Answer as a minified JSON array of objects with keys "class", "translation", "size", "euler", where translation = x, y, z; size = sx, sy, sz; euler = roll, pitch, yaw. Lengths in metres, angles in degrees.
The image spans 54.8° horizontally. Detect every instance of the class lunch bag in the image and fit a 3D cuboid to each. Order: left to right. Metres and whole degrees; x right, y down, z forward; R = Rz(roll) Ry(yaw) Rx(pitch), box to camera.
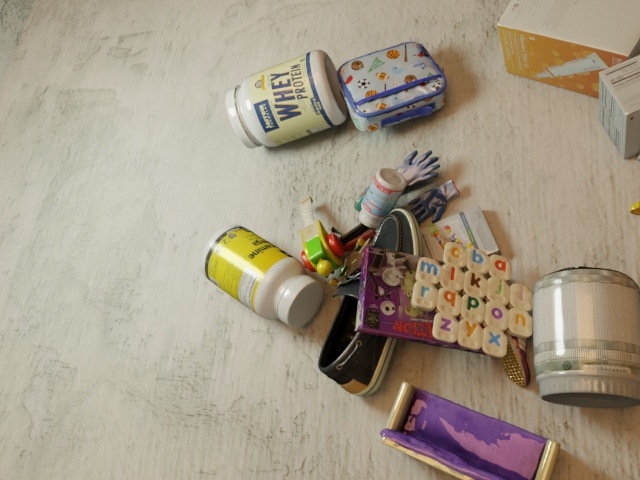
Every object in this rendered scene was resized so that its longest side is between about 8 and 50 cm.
[{"class":"lunch bag","translation":[0.217,-0.453,1.820],"size":[0.304,0.115,0.243],"euler":[-20,60,-3]}]

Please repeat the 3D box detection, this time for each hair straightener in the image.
[{"class":"hair straightener","translation":[0.047,0.008,1.765],"size":[0.231,0.047,0.089],"euler":[-33,55,12]}]

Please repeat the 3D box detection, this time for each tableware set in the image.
[{"class":"tableware set","translation":[0.073,0.054,1.617],"size":[0.024,0.104,0.154],"euler":[34,76,-2]}]

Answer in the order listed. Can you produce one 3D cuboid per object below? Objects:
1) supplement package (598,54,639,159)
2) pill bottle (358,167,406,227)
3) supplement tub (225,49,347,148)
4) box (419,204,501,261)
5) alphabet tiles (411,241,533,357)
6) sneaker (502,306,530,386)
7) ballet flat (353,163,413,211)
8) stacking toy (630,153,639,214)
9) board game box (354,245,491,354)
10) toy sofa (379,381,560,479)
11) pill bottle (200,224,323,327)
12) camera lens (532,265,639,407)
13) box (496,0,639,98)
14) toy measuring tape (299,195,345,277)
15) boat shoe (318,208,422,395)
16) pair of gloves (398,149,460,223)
[{"class":"supplement package","translation":[0.828,-0.347,1.480],"size":[0.262,0.204,0.145],"euler":[-22,59,13]},{"class":"pill bottle","translation":[0.164,-0.113,1.682],"size":[0.087,0.087,0.160],"euler":[56,138,32]},{"class":"supplement tub","translation":[-0.102,-0.427,1.909],"size":[0.325,0.235,0.235],"euler":[-16,62,16]},{"class":"box","translation":[0.358,0.006,1.625],"size":[0.186,0.038,0.145],"euler":[-23,60,14]},{"class":"alphabet tiles","translation":[0.356,0.133,1.439],"size":[0.284,0.021,0.277],"euler":[16,53,0]},{"class":"sneaker","translation":[0.465,0.246,1.449],"size":[0.084,0.069,0.185],"euler":[-13,79,-23]},{"class":"ballet flat","translation":[0.188,-0.152,1.765],"size":[0.213,0.072,0.068],"euler":[-31,31,8]},{"class":"stacking toy","translation":[0.862,-0.136,1.463],"size":[0.221,0.052,0.166],"euler":[5,71,24]},{"class":"board game box","translation":[0.260,0.145,1.480],"size":[0.347,0.056,0.208],"euler":[12,72,-13]},{"class":"toy sofa","translation":[0.323,0.445,1.358],"size":[0.363,0.177,0.150],"euler":[16,75,30]},{"class":"pill bottle","translation":[-0.161,0.101,1.722],"size":[0.334,0.188,0.187],"euler":[30,81,31]},{"class":"camera lens","translation":[0.574,0.206,1.329],"size":[0.220,0.219,0.274],"euler":[-3,66,23]},{"class":"box","translation":[0.671,-0.525,1.625],"size":[0.346,0.215,0.168],"euler":[28,81,32]},{"class":"toy measuring tape","translation":[0.000,0.000,1.724],"size":[0.122,0.121,0.330],"euler":[-28,34,10]},{"class":"boat shoe","translation":[0.126,0.137,1.570],"size":[0.187,0.156,0.499],"euler":[-8,60,62]},{"class":"pair of gloves","translation":[0.283,-0.145,1.698],"size":[0.159,0.023,0.198],"euler":[-34,82,7]}]
